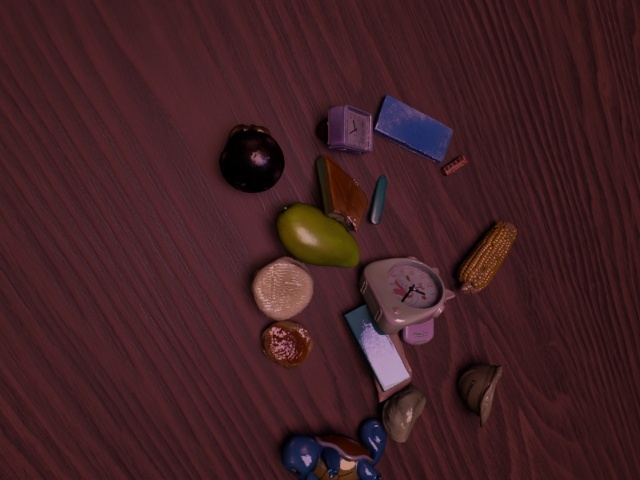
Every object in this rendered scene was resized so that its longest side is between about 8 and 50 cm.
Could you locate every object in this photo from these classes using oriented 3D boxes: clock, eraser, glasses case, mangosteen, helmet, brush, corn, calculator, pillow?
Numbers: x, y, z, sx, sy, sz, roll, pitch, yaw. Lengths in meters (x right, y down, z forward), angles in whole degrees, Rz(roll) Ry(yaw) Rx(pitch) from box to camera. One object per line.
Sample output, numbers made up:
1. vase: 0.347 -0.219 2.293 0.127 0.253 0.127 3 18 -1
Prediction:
1. clock: 0.106 -0.378 1.529 0.193 0.073 0.145 -4 95 -54
2. eraser: 0.349 -0.417 1.673 0.311 0.042 0.144 21 86 -19
3. glasses case: 0.201 0.382 1.610 0.117 0.070 0.301 -25 80 -8
4. mangosteen: 0.028 -0.387 1.551 0.080 0.081 0.081 -1 94 -18
5. clock: 0.322 0.188 1.609 0.323 0.265 0.109 -8 141 -21
6. helmet: 0.627 0.599 1.786 0.204 0.137 0.258 1 104 -57
7. brush: 0.215 -0.150 1.656 0.043 0.032 0.194 15 77 -14
8. corn: 0.659 0.069 1.766 0.130 0.130 0.347 41 78 -16
9. calculator: 0.377 0.286 1.729 0.141 0.045 0.247 0 93 -19
10. pillow: 0.248 0.457 1.685 0.173 0.067 0.271 -25 99 -16
11. mangosteen: -0.218 -0.279 1.424 0.211 0.211 0.250 8 61 -19

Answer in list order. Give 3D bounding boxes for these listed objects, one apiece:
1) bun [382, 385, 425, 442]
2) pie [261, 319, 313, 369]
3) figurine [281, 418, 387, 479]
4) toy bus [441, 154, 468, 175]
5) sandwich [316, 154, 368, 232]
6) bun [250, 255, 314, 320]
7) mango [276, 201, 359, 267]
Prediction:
1. bun: 0.307 0.646 1.675 0.212 0.126 0.204 -13 125 -57
2. pie: -0.116 0.363 1.554 0.193 0.079 0.163 25 81 -16
3. figurine: 0.074 0.787 1.574 0.415 0.298 0.243 -2 63 -21
4. toy bus: 0.528 -0.295 1.747 0.110 0.031 0.043 -34 96 -13
5. sandwich: 0.058 -0.159 1.518 0.245 0.063 0.212 45 38 -16
6. bun: -0.129 0.157 1.505 0.220 0.134 0.221 -4 102 -20
7. mango: 0.000 0.000 1.520 0.342 0.156 0.193 27 63 -24
